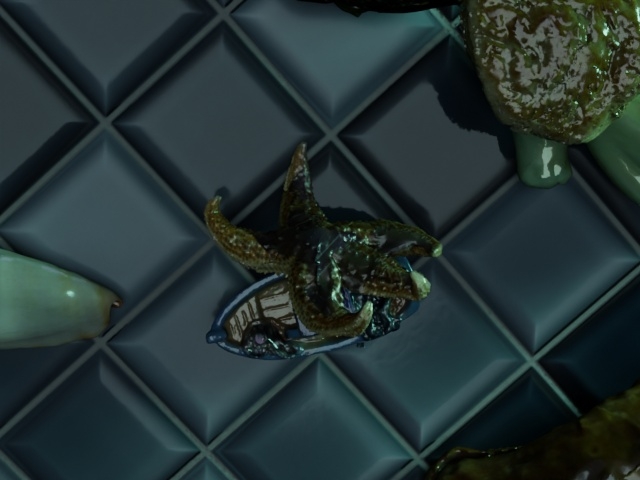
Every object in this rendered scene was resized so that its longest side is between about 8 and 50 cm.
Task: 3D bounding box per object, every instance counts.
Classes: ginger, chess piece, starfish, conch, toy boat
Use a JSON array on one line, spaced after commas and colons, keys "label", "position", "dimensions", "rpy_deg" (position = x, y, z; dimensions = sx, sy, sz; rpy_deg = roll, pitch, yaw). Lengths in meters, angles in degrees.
[{"label": "ginger", "position": [0.271, 0.254, 0.946], "dimensions": [0.321, 0.172, 0.165], "rpy_deg": [-19, 136, 0]}, {"label": "chess piece", "position": [0.311, -0.117, 0.913], "dimensions": [0.298, 0.176, 0.175], "rpy_deg": [17, 98, 9]}, {"label": "starfish", "position": [-0.001, 0.001, 0.897], "dimensions": [0.238, 0.216, 0.071], "rpy_deg": [9, 136, 3]}, {"label": "conch", "position": [-0.302, 0.063, 0.947], "dimensions": [0.176, 0.094, 0.104], "rpy_deg": [7, 85, -30]}, {"label": "toy boat", "position": [-0.009, 0.074, 0.940], "dimensions": [0.223, 0.097, 0.100], "rpy_deg": [-15, 96, -1]}]

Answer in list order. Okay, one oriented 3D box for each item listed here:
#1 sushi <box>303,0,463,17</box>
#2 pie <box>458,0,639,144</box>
[{"label": "sushi", "position": [0.057, -0.283, 0.874], "dimensions": [0.225, 0.124, 0.127], "rpy_deg": [1, 96, -5]}, {"label": "pie", "position": [0.217, -0.182, 0.839], "dimensions": [0.163, 0.079, 0.193], "rpy_deg": [-13, 98, 14]}]
